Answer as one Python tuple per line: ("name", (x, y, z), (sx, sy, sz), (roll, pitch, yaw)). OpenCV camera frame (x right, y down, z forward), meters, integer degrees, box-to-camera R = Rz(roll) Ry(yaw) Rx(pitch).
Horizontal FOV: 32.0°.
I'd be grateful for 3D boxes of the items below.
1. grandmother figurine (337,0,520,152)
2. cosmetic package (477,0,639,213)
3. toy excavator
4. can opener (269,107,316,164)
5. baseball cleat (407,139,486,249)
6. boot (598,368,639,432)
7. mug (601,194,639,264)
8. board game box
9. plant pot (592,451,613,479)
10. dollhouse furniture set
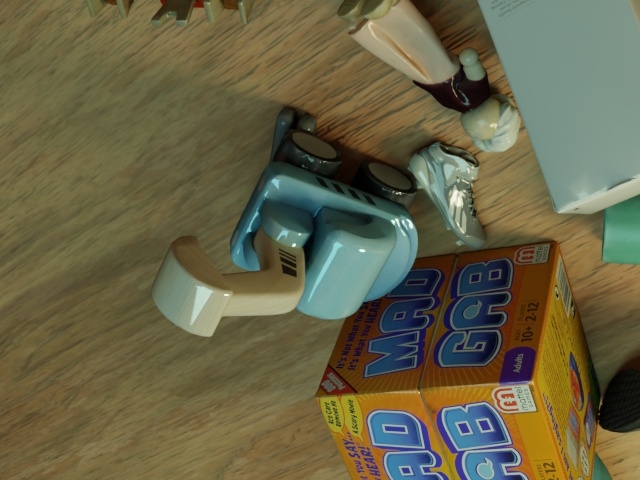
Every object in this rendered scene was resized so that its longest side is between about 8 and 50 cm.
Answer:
("grandmother figurine", (0.175, -0.252, 1.673), (0.342, 0.208, 0.104), (39, 89, -27))
("cosmetic package", (0.361, -0.236, 1.498), (0.197, 0.155, 0.365), (-23, 79, 29))
("toy excavator", (-0.036, 0.019, 1.687), (0.433, 0.445, 0.222), (19, 116, -19))
("can opener", (-0.061, -0.092, 1.918), (0.074, 0.093, 0.280), (17, 124, 6))
("baseball cleat", (0.234, -0.074, 1.838), (0.109, 0.072, 0.206), (-31, 115, 27))
("boot", (0.637, 0.304, 1.895), (0.223, 0.118, 0.338), (23, 165, -11))
("mug", (0.497, -0.029, 1.760), (0.098, 0.158, 0.129), (3, 102, 13))
("board game box", (0.253, 0.265, 1.900), (0.357, 0.356, 0.356), (-8, 122, 24))
("plant pot", (0.442, 0.502, 2.090), (0.272, 0.271, 0.255), (-22, 130, 31))
("dollhouse furniture set", (-0.235, -0.462, 1.695), (0.262, 0.135, 0.259), (5, 138, 15))
